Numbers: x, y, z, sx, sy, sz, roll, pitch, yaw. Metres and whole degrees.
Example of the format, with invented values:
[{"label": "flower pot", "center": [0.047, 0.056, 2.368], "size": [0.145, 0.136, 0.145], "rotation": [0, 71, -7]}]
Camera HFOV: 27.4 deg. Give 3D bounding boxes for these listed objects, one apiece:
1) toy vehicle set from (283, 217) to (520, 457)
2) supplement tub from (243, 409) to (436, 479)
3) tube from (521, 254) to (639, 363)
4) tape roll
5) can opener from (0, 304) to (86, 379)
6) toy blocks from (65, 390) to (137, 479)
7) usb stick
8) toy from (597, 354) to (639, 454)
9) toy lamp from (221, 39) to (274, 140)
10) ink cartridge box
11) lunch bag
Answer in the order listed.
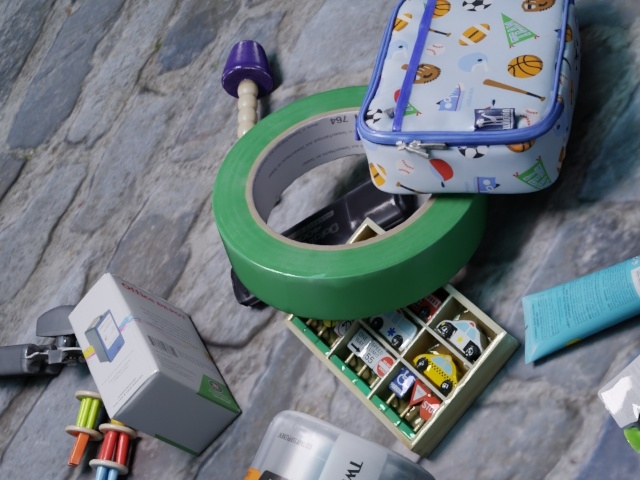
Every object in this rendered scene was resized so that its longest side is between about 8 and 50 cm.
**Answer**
[{"label": "toy vehicle set", "center": [0.086, 0.106, 1.511], "size": [0.166, 0.035, 0.267], "rotation": [-52, 46, 3]}, {"label": "supplement tub", "center": [-0.022, 0.351, 1.349], "size": [0.193, 0.193, 0.316], "rotation": [11, 72, 46]}, {"label": "tube", "center": [0.293, 0.060, 1.360], "size": [0.207, 0.052, 0.080], "rotation": [-26, 43, 36]}, {"label": "tape roll", "center": [0.036, -0.051, 1.546], "size": [0.321, 0.077, 0.321], "rotation": [-8, 46, 8]}, {"label": "can opener", "center": [-0.418, 0.151, 1.935], "size": [0.283, 0.076, 0.095], "rotation": [-9, 78, 40]}, {"label": "toy blocks", "center": [-0.301, 0.278, 1.766], "size": [0.123, 0.054, 0.148], "rotation": [-9, 59, 39]}, {"label": "usb stick", "center": [0.000, 0.000, 1.675], "size": [0.278, 0.045, 0.077], "rotation": [-30, 55, 26]}, {"label": "toy", "center": [0.384, 0.120, 1.225], "size": [0.237, 0.056, 0.137], "rotation": [-45, 45, 18]}, {"label": "toy lamp", "center": [-0.105, -0.166, 1.859], "size": [0.080, 0.080, 0.275], "rotation": [-23, 50, 31]}, {"label": "ink cartridge box", "center": [-0.216, 0.156, 1.690], "size": [0.093, 0.154, 0.212], "rotation": [-46, 43, 12]}, {"label": "lunch bag", "center": [0.167, -0.176, 1.499], "size": [0.243, 0.115, 0.303], "rotation": [2, 45, 18]}]
